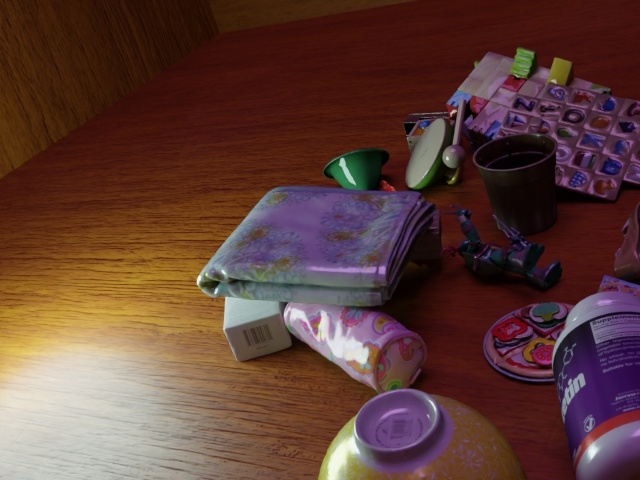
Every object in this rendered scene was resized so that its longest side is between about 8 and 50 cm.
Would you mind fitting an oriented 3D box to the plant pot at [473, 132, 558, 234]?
[{"bbox_3d":[0.408,-0.111,1.598,0.167,0.165,0.167,-13,29,7],"label":"plant pot"}]

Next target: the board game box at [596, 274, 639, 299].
[{"bbox_3d":[0.484,0.123,1.245,0.103,0.026,0.154,18,41,22],"label":"board game box"}]

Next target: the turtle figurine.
[{"bbox_3d":[0.330,0.017,1.475,0.175,0.118,0.234,14,8,-37],"label":"turtle figurine"}]

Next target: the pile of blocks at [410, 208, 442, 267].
[{"bbox_3d":[0.084,0.040,1.574,0.362,0.112,0.149,-15,27,-8],"label":"pile of blocks"}]

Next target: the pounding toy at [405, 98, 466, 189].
[{"bbox_3d":[0.306,-0.199,1.866,0.237,0.110,0.182,-39,31,62],"label":"pounding toy"}]

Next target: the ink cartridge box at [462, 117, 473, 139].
[{"bbox_3d":[0.479,-0.299,2.022,0.189,0.066,0.232,-18,23,0],"label":"ink cartridge box"}]

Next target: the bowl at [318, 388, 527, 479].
[{"bbox_3d":[0.119,0.293,1.042,0.290,0.156,0.289,-14,27,7],"label":"bowl"}]

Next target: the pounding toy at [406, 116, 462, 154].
[{"bbox_3d":[0.298,-0.270,2.022,0.130,0.100,0.141,-3,31,27],"label":"pounding toy"}]

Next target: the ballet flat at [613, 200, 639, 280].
[{"bbox_3d":[0.572,-0.006,1.416,0.073,0.080,0.232,-34,9,42],"label":"ballet flat"}]

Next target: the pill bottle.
[{"bbox_3d":[0.401,0.206,1.007,0.182,0.181,0.323,-11,28,14],"label":"pill bottle"}]

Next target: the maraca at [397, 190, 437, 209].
[{"bbox_3d":[0.190,-0.059,1.713,0.127,0.099,0.186,3,8,19],"label":"maraca"}]

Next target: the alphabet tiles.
[{"bbox_3d":[0.564,-0.221,1.703,0.343,0.011,0.285,18,61,22],"label":"alphabet tiles"}]

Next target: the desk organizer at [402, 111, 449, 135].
[{"bbox_3d":[0.299,-0.323,2.177,0.130,0.047,0.050,3,36,35],"label":"desk organizer"}]

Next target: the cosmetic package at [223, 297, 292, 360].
[{"bbox_3d":[-0.124,0.131,1.559,0.117,0.085,0.231,-15,26,4],"label":"cosmetic package"}]

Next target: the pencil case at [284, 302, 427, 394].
[{"bbox_3d":[0.056,0.165,1.357,0.124,0.124,0.284,-31,30,-24],"label":"pencil case"}]

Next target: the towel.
[{"bbox_3d":[0.000,0.000,1.464,0.375,0.090,0.320,1,29,24],"label":"towel"}]

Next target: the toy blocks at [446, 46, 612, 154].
[{"bbox_3d":[0.466,-0.303,1.906,0.381,0.190,0.261,29,71,35],"label":"toy blocks"}]

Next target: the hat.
[{"bbox_3d":[0.111,-0.114,1.933,0.173,0.183,0.208,-13,-14,-5],"label":"hat"}]

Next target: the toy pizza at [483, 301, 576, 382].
[{"bbox_3d":[0.366,0.156,1.278,0.201,0.032,0.201,-14,28,7],"label":"toy pizza"}]
